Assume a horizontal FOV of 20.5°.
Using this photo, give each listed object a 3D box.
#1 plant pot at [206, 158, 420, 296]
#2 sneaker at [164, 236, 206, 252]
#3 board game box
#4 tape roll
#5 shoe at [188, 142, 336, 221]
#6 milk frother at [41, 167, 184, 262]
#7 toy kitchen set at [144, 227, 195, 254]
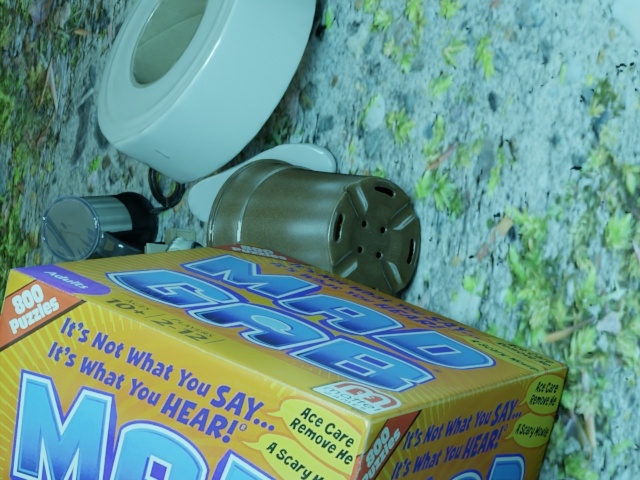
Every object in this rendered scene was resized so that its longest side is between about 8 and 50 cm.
[{"bbox_3d":[0.000,0.000,1.774,0.165,0.167,0.167,2,86,49],"label":"plant pot"},{"bbox_3d":[-0.126,0.068,1.825,0.275,0.110,0.107,-74,3,-69],"label":"sneaker"},{"bbox_3d":[-0.058,0.232,1.530,0.356,0.356,0.356,20,104,29],"label":"board game box"},{"bbox_3d":[-0.130,-0.211,1.965,0.286,0.100,0.286,-38,37,35],"label":"tape roll"},{"bbox_3d":[-0.054,-0.068,1.940,0.178,0.081,0.063,-18,94,24],"label":"shoe"},{"bbox_3d":[-0.245,-0.042,2.153,0.129,0.135,0.143,11,98,25],"label":"milk frother"},{"bbox_3d":[-0.195,0.033,2.128,0.075,0.068,0.083,-22,67,53],"label":"toy kitchen set"}]
